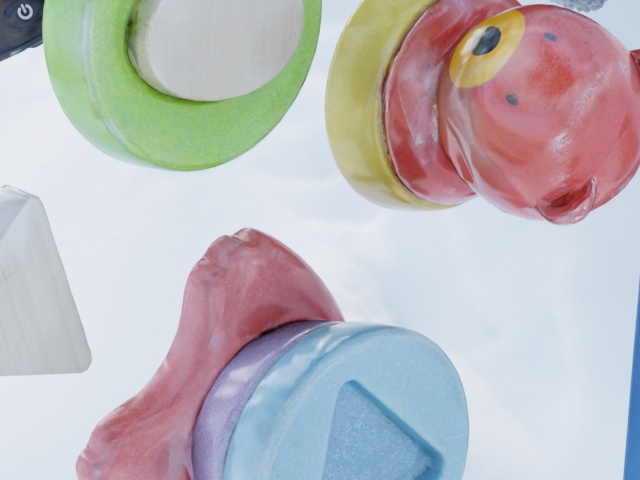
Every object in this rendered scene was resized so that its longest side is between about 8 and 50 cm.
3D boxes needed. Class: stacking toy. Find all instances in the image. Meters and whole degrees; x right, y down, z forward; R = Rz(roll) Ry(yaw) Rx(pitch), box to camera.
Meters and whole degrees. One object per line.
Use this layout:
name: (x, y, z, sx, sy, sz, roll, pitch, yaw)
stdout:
stacking toy: (0.000, 0.000, 0.843, 0.130, 0.279, 0.309, 20, 84, 44)

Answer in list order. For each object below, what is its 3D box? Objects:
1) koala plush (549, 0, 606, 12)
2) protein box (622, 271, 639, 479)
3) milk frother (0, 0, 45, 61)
koala plush: (0.069, -0.248, 1.033, 0.221, 0.196, 0.203, 13, 72, 53)
protein box: (0.295, 0.088, 1.208, 0.201, 0.200, 0.136, 4, -3, 14)
milk frother: (-0.190, -0.175, 1.120, 0.129, 0.135, 0.143, -33, 15, -31)
